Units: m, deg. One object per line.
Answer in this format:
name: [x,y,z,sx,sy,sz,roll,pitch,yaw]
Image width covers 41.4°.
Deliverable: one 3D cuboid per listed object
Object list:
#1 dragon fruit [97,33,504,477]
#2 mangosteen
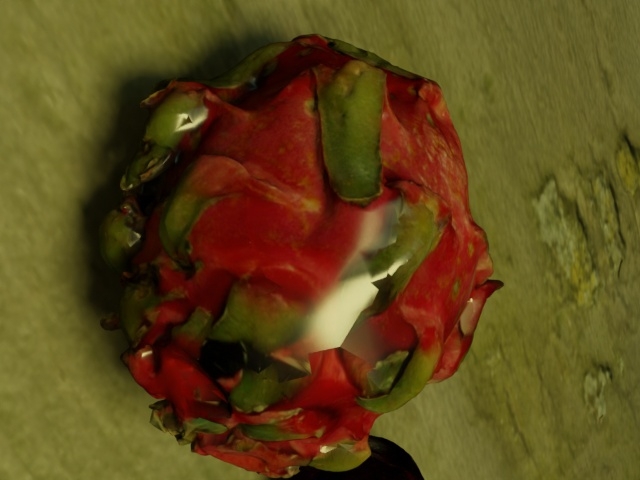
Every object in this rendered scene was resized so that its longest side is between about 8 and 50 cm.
dragon fruit: [-0.012,-0.001,0.556,0.231,0.236,0.303,45,51,-60]
mangosteen: [0.021,0.231,0.675,0.152,0.152,0.153,-6,98,-43]
